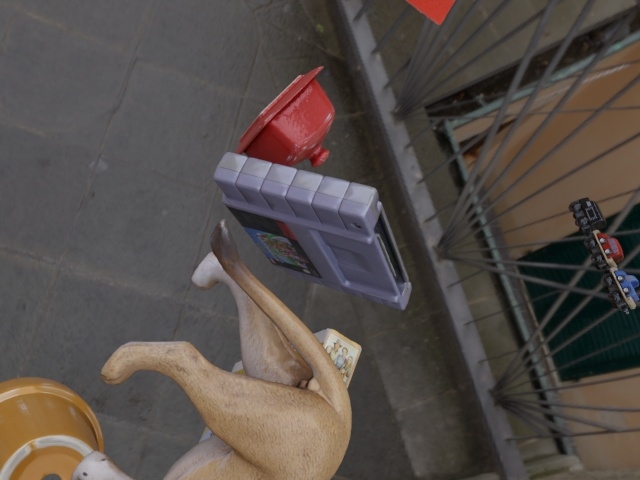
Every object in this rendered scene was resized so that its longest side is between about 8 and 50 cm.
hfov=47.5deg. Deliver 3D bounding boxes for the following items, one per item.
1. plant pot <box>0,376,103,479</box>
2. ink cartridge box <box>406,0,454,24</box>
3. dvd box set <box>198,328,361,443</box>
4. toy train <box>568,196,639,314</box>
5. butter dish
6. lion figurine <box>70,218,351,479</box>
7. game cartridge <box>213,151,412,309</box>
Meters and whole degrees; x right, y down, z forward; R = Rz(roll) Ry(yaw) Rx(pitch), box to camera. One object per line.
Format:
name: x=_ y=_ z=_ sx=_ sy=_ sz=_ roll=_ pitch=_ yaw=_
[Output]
plant pot: x=-0.373 y=0.297 z=0.952 sx=0.205 sy=0.188 sz=0.205 roll=-1 pitch=91 yaw=-32
ink cartridge box: x=0.165 y=-0.383 z=0.602 sx=0.308 sy=0.385 sz=0.091 roll=14 pitch=27 yaw=-51
dvd box set: x=-0.113 y=0.333 z=0.954 sx=0.062 sy=0.307 sz=0.420 roll=34 pitch=59 yaw=-18
toy train: x=0.328 y=0.013 z=0.835 sx=0.027 sy=0.036 sz=0.158 roll=40 pitch=31 yaw=-46
butter dish: x=-0.037 y=-0.161 z=1.112 sx=0.118 sy=0.160 sz=0.160 roll=43 pitch=61 yaw=-7
lion figurine: x=-0.076 y=0.200 z=0.568 sx=0.240 sy=0.392 sz=0.142 roll=34 pitch=22 yaw=7
game cartridge: x=0.000 y=0.000 z=1.071 sx=0.230 sy=0.355 sz=0.068 roll=12 pitch=70 yaw=20
